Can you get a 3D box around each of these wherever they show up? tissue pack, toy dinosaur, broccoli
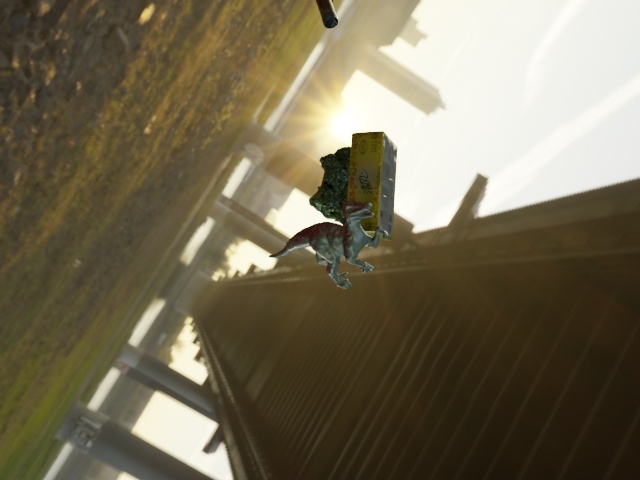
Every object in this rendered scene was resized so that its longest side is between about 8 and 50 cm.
[{"bbox_3d":[0.089,-0.091,1.265,0.095,0.062,0.175,24,67,-66],"label":"tissue pack"},{"bbox_3d":[0.000,0.000,1.176,0.242,0.167,0.053,7,-136,36],"label":"toy dinosaur"},{"bbox_3d":[0.061,-0.107,1.599,0.156,0.195,0.195,-33,-158,39],"label":"broccoli"}]

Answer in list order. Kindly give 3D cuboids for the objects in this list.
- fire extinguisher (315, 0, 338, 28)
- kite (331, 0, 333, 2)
[{"bbox_3d":[0.004,-0.338,1.049,0.028,0.023,0.083,103,-26,-57],"label":"fire extinguisher"},{"bbox_3d":[0.047,-0.502,1.290,0.244,0.006,0.198,-25,145,-37],"label":"kite"}]
